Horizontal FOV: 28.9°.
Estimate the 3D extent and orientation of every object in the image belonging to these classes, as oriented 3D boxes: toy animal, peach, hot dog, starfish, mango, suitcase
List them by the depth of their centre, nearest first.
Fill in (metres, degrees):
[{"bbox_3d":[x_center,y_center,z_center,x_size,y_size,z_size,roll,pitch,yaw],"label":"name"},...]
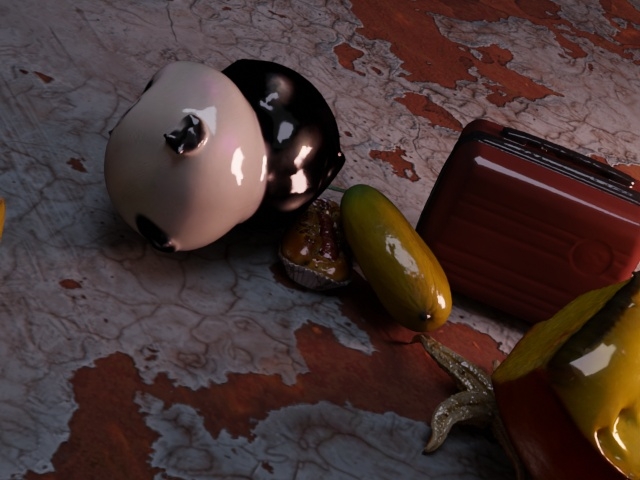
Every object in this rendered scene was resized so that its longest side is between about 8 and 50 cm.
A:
[{"bbox_3d":[0.367,0.208,1.444,0.380,0.242,0.306,32,53,-17],"label":"peach"},{"bbox_3d":[0.188,0.202,1.520,0.138,0.050,0.247,14,31,-10],"label":"starfish"},{"bbox_3d":[-0.134,-0.109,1.590,0.251,0.251,0.310,35,33,18],"label":"toy animal"},{"bbox_3d":[0.091,0.018,1.635,0.237,0.091,0.137,55,6,19],"label":"mango"},{"bbox_3d":[0.000,0.000,1.691,0.108,0.059,0.191,23,30,-7],"label":"hot dog"},{"bbox_3d":[0.291,-0.017,1.717,0.297,0.236,0.161,22,32,-1],"label":"suitcase"}]

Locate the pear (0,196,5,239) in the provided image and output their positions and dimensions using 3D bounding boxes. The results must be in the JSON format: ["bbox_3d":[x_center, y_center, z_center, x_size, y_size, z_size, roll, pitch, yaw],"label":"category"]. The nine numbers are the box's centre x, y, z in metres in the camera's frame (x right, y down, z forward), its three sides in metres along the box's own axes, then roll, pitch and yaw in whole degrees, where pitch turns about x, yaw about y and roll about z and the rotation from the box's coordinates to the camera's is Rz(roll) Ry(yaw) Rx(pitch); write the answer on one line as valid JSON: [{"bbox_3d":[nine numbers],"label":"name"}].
[{"bbox_3d":[-0.491,0.026,1.194,0.340,0.191,0.386,8,3,31],"label":"pear"}]

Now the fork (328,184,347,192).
[{"bbox_3d":[-0.065,-0.108,1.836,0.235,0.021,0.039,13,37,-14],"label":"fork"}]
